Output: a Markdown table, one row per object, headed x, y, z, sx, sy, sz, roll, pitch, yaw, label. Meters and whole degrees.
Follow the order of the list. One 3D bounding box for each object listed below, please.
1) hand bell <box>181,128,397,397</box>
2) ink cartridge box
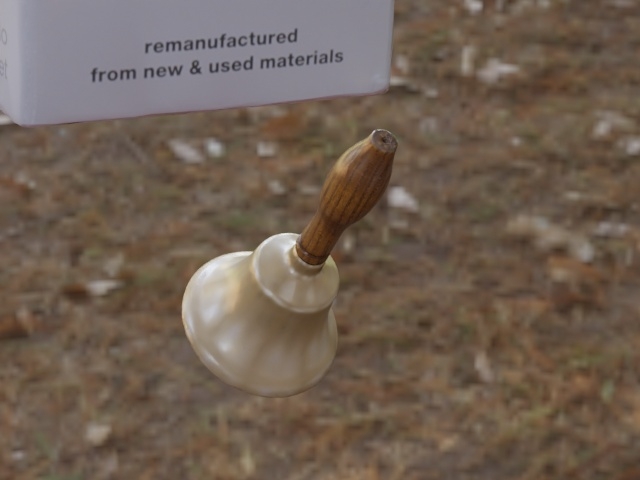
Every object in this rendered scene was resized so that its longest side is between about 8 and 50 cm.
| x | y | z | sx | sy | sz | roll | pitch | yaw | label |
| --- | --- | --- | --- | --- | --- | --- | --- | --- | --- |
| 0.000 | 0.000 | 1.264 | 0.126 | 0.242 | 0.126 | 13 | 53 | -18 | hand bell |
| -0.073 | -0.216 | 0.562 | 0.129 | 0.308 | 0.223 | -8 | 23 | -27 | ink cartridge box |
